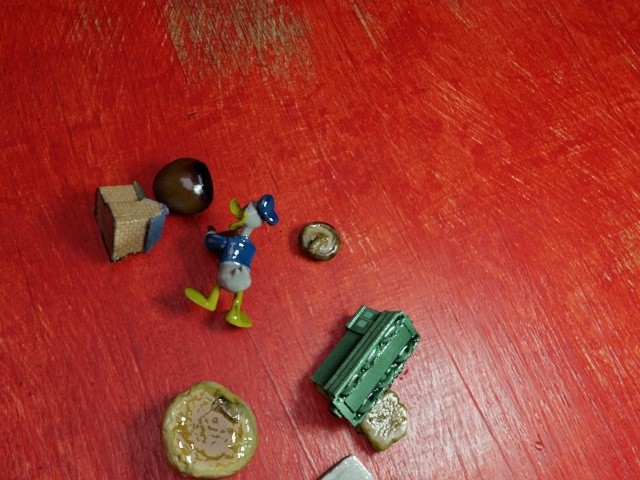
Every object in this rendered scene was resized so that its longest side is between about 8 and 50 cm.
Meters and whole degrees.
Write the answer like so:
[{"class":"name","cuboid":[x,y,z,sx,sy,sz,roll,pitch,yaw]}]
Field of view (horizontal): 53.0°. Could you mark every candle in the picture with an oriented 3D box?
[{"class":"candle","cuboid":[0.067,0.620,1.601,0.192,0.068,0.169,12,68,-6]}]

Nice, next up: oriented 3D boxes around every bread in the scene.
[{"class":"bread","cuboid":[-0.276,0.469,1.581,0.244,0.134,0.245,5,64,-10]},{"class":"bread","cuboid":[0.166,0.474,1.682,0.140,0.069,0.128,-37,77,-20]}]

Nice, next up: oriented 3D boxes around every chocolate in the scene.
[{"class":"chocolate","cuboid":[-0.394,-0.150,1.836,0.176,0.177,0.177,3,66,-7]}]

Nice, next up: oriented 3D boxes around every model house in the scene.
[{"class":"model house","cuboid":[-0.517,-0.062,1.778,0.172,0.167,0.183,-13,53,-30]}]

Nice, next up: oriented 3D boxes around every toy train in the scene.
[{"class":"toy train","cuboid":[0.112,0.316,1.690,0.330,0.178,0.139,-49,125,-19]}]

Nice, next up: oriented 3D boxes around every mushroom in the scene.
[{"class":"mushroom","cuboid":[0.000,0.000,1.857,0.127,0.087,0.127,3,70,-8]}]

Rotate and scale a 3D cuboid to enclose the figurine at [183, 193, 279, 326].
[{"class":"figurine","cuboid":[-0.211,0.018,1.744,0.204,0.283,0.338,25,106,-27]}]
